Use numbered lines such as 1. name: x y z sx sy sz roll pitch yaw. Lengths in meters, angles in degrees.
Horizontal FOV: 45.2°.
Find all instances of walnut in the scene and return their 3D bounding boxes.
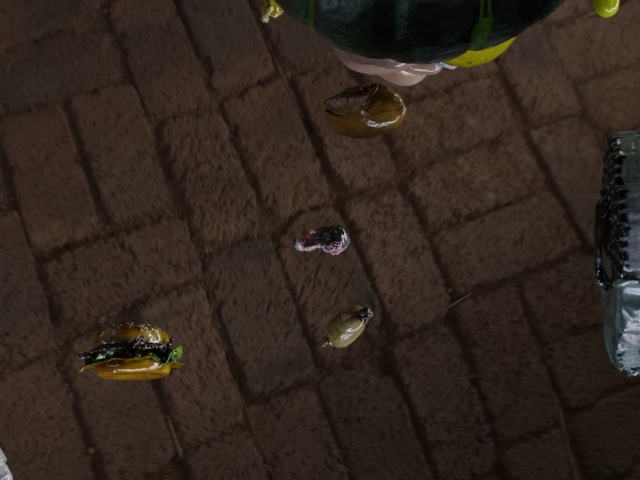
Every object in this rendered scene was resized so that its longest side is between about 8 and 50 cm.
1. walnut: 0.104 -0.306 1.822 0.137 0.245 0.137 -3 95 -40

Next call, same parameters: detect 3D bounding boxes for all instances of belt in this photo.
1. belt: 0.359 0.012 0.783 0.150 0.207 0.257 -2 113 18

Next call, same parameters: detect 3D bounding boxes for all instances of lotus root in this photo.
1. lotus root: 0.051 0.179 1.585 0.063 0.152 0.072 35 35 -14

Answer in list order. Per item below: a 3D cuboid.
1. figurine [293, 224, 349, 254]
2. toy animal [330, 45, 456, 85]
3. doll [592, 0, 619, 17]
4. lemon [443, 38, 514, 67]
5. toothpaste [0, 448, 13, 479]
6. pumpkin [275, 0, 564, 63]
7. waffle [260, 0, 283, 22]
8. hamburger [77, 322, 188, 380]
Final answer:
1. figurine: 0.000 0.000 1.564 0.072 0.129 0.054 -39 119 -44
2. toy animal: 0.124 -0.337 1.186 0.213 0.256 0.195 34 106 26
3. doll: 0.228 -0.308 0.709 0.099 0.135 0.241 9 50 -37
4. lemon: 0.137 -0.220 0.716 0.109 0.109 0.133 22 52 0
5. toothpaste: -0.472 0.248 1.045 0.031 0.048 0.190 -29 77 -19
6. pumpkin: 0.057 -0.232 0.440 0.250 0.216 0.249 -1 84 11
7. waffle: -0.025 -0.511 1.431 0.059 0.243 0.237 43 51 -15
8. hamburger: -0.335 0.200 1.385 0.190 0.164 0.093 -8 72 18
